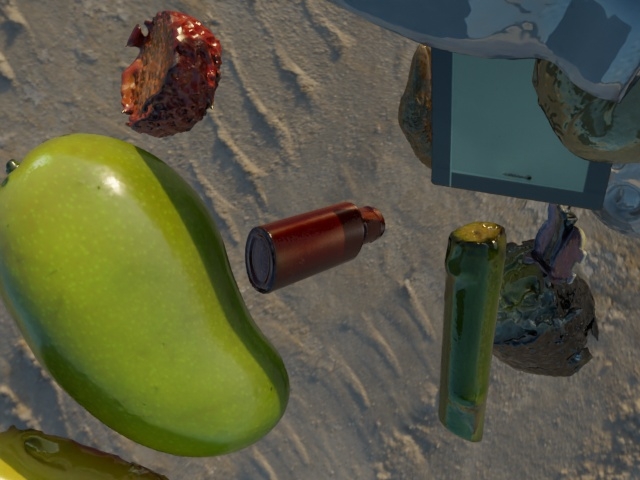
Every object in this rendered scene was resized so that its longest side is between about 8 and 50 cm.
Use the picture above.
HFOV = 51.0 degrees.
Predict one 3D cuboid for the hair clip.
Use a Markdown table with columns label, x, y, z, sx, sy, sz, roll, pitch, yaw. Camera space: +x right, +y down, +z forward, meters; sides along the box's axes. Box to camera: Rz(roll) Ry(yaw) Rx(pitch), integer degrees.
| label | x | y | z | sx | sy | sz | roll | pitch | yaw |
| --- | --- | --- | --- | --- | --- | --- | --- | --- | --- |
| hair clip | 0.489 | 0.004 | 1.380 | 0.056 | 0.146 | 0.187 | -8 | 127 | -17 |

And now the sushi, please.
| label | x | y | z | sx | sy | sz | roll | pitch | yaw |
| --- | --- | --- | --- | --- | --- | --- | --- | --- | --- |
| sushi | 0.517 | 0.173 | 1.660 | 0.281 | 0.294 | 0.299 | -25 | 50 | 27 |

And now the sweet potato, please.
| label | x | y | z | sx | sy | sz | roll | pitch | yaw |
| --- | --- | --- | --- | --- | --- | --- | --- | --- | --- |
| sweet potato | 0.228 | -0.267 | 1.487 | 0.114 | 0.092 | 0.341 | -34 | 131 | -11 |

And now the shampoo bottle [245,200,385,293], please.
| label | x | y | z | sx | sy | sz | roll | pitch | yaw |
| --- | --- | --- | --- | --- | --- | --- | --- | --- | --- |
| shampoo bottle | 0.000 | 0.000 | 1.030 | 0.064 | 0.260 | 0.102 | 17 | 113 | 38 |

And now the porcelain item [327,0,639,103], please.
| label | x | y | z | sx | sy | sz | roll | pitch | yaw |
| --- | --- | --- | --- | --- | --- | --- | --- | --- | --- |
| porcelain item | 0.068 | -0.259 | 0.456 | 0.405 | 0.243 | 0.178 | 37 | 131 | 15 |

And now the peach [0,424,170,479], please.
| label | x | y | z | sx | sy | sz | roll | pitch | yaw |
| --- | --- | --- | --- | --- | --- | --- | --- | --- | --- |
| peach | -0.231 | 0.342 | 0.552 | 0.381 | 0.306 | 0.242 | 25 | 124 | 9 |

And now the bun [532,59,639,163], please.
| label | x | y | z | sx | sy | sz | roll | pitch | yaw |
| --- | --- | --- | --- | --- | --- | --- | --- | --- | --- |
| bun | 0.264 | -0.158 | 0.646 | 0.114 | 0.167 | 0.173 | -2 | 92 | 21 |

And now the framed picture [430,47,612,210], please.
| label | x | y | z | sx | sy | sz | roll | pitch | yaw |
| --- | --- | --- | --- | --- | --- | --- | --- | --- | --- |
| framed picture | 0.280 | -0.186 | 0.927 | 0.265 | 0.016 | 0.347 | 10 | 139 | 20 |

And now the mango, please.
| label | x | y | z | sx | sy | sz | roll | pitch | yaw |
| --- | --- | --- | --- | --- | --- | --- | --- | --- | --- |
| mango | -0.143 | 0.049 | 0.538 | 0.175 | 0.143 | 0.293 | -37 | 95 | -15 |

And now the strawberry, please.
| label | x | y | z | sx | sy | sz | roll | pitch | yaw |
| --- | --- | --- | --- | --- | --- | --- | --- | --- | --- |
| strawberry | -0.163 | -0.178 | 0.740 | 0.145 | 0.086 | 0.145 | -18 | 62 | 38 |

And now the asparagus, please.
| label | x | y | z | sx | sy | sz | roll | pitch | yaw |
| --- | --- | --- | --- | --- | --- | --- | --- | --- | --- |
| asparagus | 0.157 | 0.109 | 0.721 | 0.060 | 0.067 | 0.277 | 4 | 116 | 9 |

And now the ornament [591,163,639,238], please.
| label | x | y | z | sx | sy | sz | roll | pitch | yaw |
| --- | --- | --- | --- | --- | --- | --- | --- | --- | --- |
| ornament | 0.694 | -0.156 | 1.387 | 0.337 | 0.337 | 0.336 | 4 | 103 | 20 |
